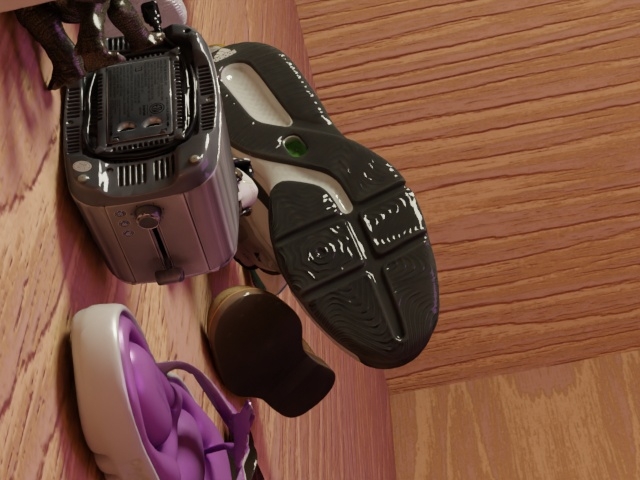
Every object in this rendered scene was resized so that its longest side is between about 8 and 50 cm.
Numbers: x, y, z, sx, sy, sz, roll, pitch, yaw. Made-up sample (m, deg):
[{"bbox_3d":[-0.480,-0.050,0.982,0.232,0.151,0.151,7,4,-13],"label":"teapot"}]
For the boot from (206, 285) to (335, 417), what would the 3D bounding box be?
[{"bbox_3d":[-0.080,0.110,1.849,0.115,0.112,0.305,48,-4,26],"label":"boot"}]

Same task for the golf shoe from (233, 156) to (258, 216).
[{"bbox_3d":[-0.114,-0.043,1.670,0.198,0.094,0.077,-87,167,-61],"label":"golf shoe"}]

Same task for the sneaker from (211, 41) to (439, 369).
[{"bbox_3d":[0.001,-0.001,1.861,0.447,0.169,0.257,58,-14,30],"label":"sneaker"}]

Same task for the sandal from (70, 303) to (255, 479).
[{"bbox_3d":[-0.103,0.166,1.320,0.416,0.102,0.169,64,16,-70],"label":"sandal"}]

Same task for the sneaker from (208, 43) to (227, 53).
[{"bbox_3d":[-0.101,-0.158,2.042,0.225,0.088,0.093,74,5,-51],"label":"sneaker"}]

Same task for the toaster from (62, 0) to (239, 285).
[{"bbox_3d":[-0.137,-0.072,1.339,0.146,0.129,0.227,79,2,-49],"label":"toaster"}]

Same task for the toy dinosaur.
[{"bbox_3d":[-0.195,-0.202,1.213,0.313,0.121,0.160,-58,125,-75],"label":"toy dinosaur"}]

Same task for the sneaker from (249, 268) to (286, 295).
[{"bbox_3d":[-0.076,-0.052,2.180,0.110,0.107,0.275,107,-16,-58],"label":"sneaker"}]

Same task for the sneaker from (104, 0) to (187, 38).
[{"bbox_3d":[-0.175,-0.204,1.523,0.126,0.091,0.240,60,-6,36],"label":"sneaker"}]

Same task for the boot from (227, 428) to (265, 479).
[{"bbox_3d":[-0.077,0.265,1.750,0.106,0.037,0.114,-90,172,-53],"label":"boot"}]

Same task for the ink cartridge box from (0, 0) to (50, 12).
[{"bbox_3d":[-0.222,-0.306,0.913,0.226,0.131,0.306,-93,169,-56],"label":"ink cartridge box"}]
